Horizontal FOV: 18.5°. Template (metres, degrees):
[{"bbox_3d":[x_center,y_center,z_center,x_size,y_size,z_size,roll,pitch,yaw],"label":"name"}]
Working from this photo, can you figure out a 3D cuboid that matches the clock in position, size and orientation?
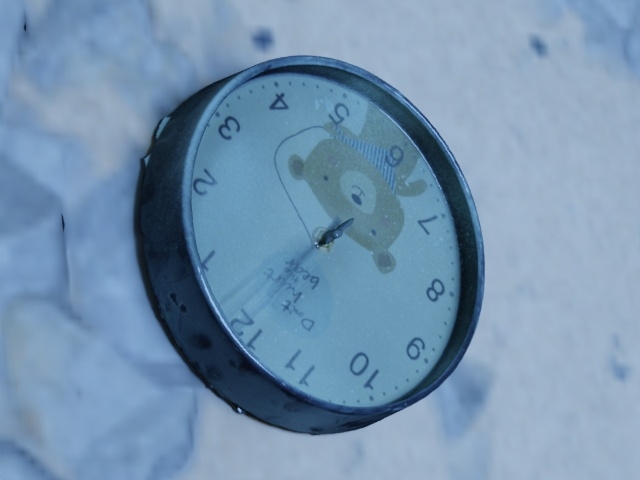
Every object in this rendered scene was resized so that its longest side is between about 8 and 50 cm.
[{"bbox_3d":[0.000,0.000,0.429,0.085,0.017,0.085,13,67,-33],"label":"clock"}]
